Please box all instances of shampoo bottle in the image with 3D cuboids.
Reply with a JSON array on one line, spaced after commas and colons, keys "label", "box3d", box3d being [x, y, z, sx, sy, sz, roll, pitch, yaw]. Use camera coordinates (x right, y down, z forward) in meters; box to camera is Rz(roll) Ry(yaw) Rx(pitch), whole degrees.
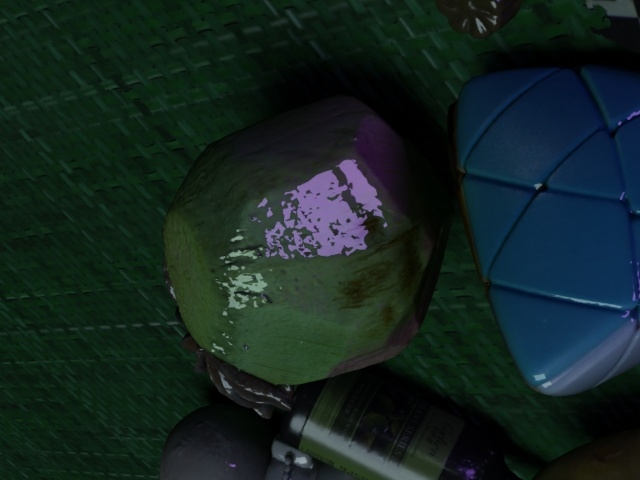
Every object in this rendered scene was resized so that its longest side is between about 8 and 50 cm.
[{"label": "shampoo bottle", "box3d": [0.103, 0.215, 1.422, 0.283, 0.101, 0.101, 26, 149, 8]}]

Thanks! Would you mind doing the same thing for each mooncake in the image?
[{"label": "mooncake", "box3d": [0.139, -0.200, 0.801, 0.150, 0.057, 0.347, 30, 161, 15]}]

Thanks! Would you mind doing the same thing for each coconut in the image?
[{"label": "coconut", "box3d": [0.000, 0.000, 1.105, 0.236, 0.236, 0.204, 44, 170, -21]}]

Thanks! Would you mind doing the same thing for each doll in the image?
[{"label": "doll", "box3d": [-0.035, 0.264, 1.589, 0.287, 0.151, 0.151, 6, 142, 24]}]

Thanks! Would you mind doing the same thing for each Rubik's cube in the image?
[{"label": "Rubik's cube", "box3d": [0.205, -0.002, 0.915, 0.254, 0.254, 0.254, 22, 148, 14]}]

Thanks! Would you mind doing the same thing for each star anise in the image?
[{"label": "star anise", "box3d": [-0.087, 0.093, 1.403, 0.197, 0.073, 0.212, 47, 158, 27]}]

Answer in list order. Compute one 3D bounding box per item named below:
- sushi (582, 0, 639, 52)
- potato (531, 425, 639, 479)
[{"label": "sushi", "box3d": [0.285, -0.170, 0.757, 0.264, 0.050, 0.290, 28, 150, 18]}, {"label": "potato", "box3d": [0.316, 0.233, 1.229, 0.296, 0.141, 0.191, -15, 129, 42]}]
